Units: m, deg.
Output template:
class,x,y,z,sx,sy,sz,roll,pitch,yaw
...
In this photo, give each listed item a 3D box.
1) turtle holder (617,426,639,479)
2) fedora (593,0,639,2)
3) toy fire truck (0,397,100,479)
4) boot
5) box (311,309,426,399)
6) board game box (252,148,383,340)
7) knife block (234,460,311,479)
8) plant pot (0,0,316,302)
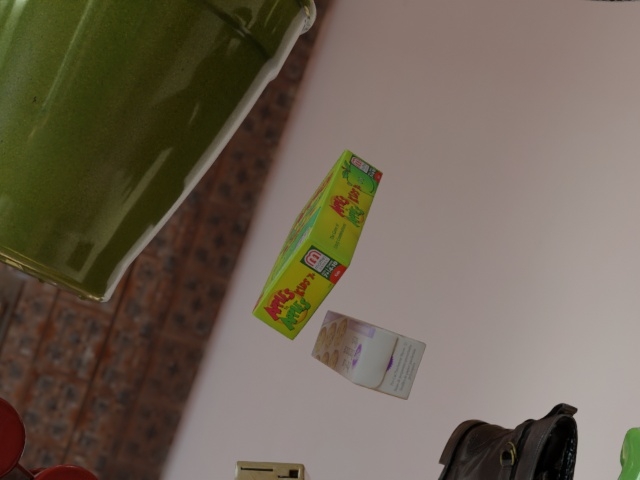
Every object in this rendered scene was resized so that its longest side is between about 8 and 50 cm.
class,x,y,z,sx,sy,sz,roll,pitch,yaw
turtle holder,0.404,0.310,1.228,0.320,0.227,0.243,27,-19,49
fedora,0.359,-0.413,1.781,0.334,0.153,0.334,8,-3,0
toy fire truck,-0.405,0.326,1.597,0.302,0.254,0.169,43,-23,-11
boot,0.198,0.309,1.588,0.091,0.263,0.229,18,-11,-18
box,0.048,0.125,1.589,0.063,0.067,0.324,19,-1,-8
board game box,0.000,0.000,1.218,0.043,0.092,0.181,33,28,-6
knife block,-0.054,0.352,1.877,0.088,0.276,0.242,1,27,4
plant pot,-0.241,-0.140,1.365,0.366,0.353,0.366,24,-7,3
